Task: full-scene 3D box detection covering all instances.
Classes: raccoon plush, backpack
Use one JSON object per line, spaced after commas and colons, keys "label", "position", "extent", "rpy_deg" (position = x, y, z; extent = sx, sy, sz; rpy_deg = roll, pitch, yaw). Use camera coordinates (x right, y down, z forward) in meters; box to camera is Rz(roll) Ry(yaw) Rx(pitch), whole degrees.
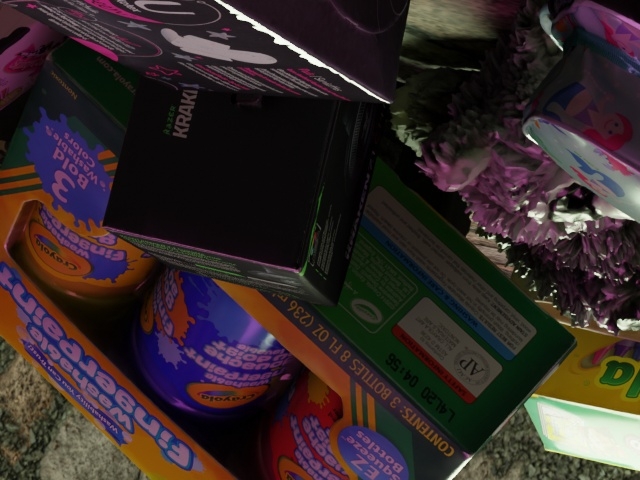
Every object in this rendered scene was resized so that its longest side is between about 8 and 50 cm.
{"label": "raccoon plush", "position": [0.116, -0.078, 1.511], "extent": [0.299, 0.216, 0.446], "rpy_deg": [27, 167, -40]}
{"label": "backpack", "position": [0.219, -0.090, 1.053], "extent": [0.225, 0.191, 0.253], "rpy_deg": [31, -172, -4]}

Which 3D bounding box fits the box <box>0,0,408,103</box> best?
{"label": "box", "position": [-0.054, -0.173, 0.984], "extent": [0.142, 0.163, 0.247], "rpy_deg": [7, 173, 23]}

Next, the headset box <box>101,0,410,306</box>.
{"label": "headset box", "position": [-0.034, -0.097, 1.327], "extent": [0.131, 0.246, 0.283], "rpy_deg": [13, 174, 7]}

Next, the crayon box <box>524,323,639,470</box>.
{"label": "crayon box", "position": [0.424, 0.093, 1.935], "extent": [0.363, 0.313, 0.106], "rpy_deg": [9, 138, 38]}

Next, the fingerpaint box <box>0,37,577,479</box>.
{"label": "fingerpaint box", "position": [-0.069, 0.060, 1.656], "extent": [0.445, 0.163, 0.371], "rpy_deg": [43, 144, 5]}

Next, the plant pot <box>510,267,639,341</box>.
{"label": "plant pot", "position": [0.319, -0.008, 1.748], "extent": [0.284, 0.191, 0.284], "rpy_deg": [12, 176, 1]}

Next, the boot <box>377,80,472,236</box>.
{"label": "boot", "position": [-0.002, -0.001, 1.809], "extent": [0.260, 0.348, 0.131], "rpy_deg": [10, 176, -32]}

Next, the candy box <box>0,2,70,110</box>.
{"label": "candy box", "position": [-0.290, -0.142, 1.610], "extent": [0.071, 0.233, 0.159], "rpy_deg": [50, 178, 5]}

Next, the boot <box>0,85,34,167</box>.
{"label": "boot", "position": [-0.340, -0.147, 1.921], "extent": [0.236, 0.178, 0.085], "rpy_deg": [7, 173, 44]}
